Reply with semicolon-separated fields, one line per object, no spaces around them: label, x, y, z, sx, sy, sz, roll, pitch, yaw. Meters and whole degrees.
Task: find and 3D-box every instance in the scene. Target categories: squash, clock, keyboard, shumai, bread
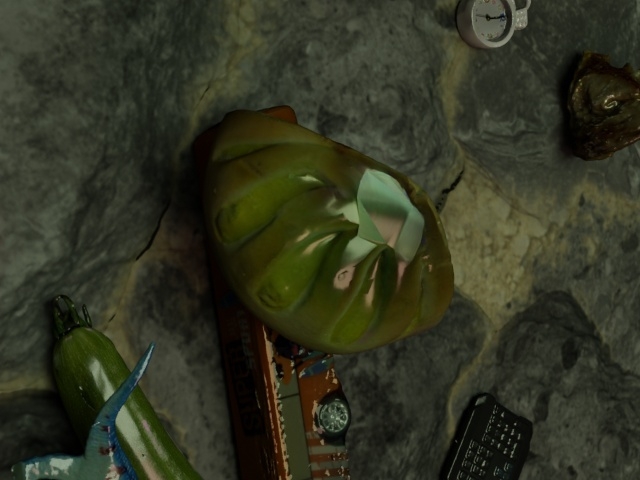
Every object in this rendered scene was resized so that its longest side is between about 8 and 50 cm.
squash;-0.155;0.191;1.177;0.080;0.071;0.318;-36;107;-7
clock;0.182;-0.275;1.451;0.087;0.041;0.129;-20;105;-30
keyboard;0.155;0.296;1.426;0.106;0.016;0.262;35;69;-29
shumai;0.332;-0.151;1.511;0.105;0.123;0.139;28;86;-20
bread;0.006;0.012;1.142;0.261;0.158;0.156;27;79;-22

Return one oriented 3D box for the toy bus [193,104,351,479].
toy bus;-0.039;0.081;1.252;0.092;0.093;0.408;-10;93;-33

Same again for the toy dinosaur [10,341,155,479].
toy dinosaur;-0.199;0.245;1.111;0.144;0.076;0.329;-13;117;-29
